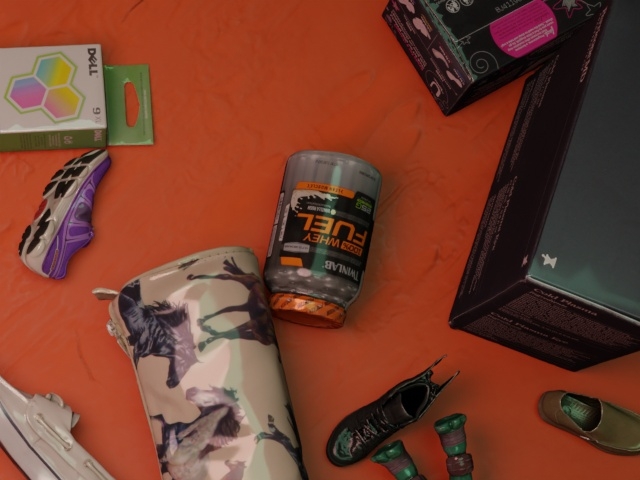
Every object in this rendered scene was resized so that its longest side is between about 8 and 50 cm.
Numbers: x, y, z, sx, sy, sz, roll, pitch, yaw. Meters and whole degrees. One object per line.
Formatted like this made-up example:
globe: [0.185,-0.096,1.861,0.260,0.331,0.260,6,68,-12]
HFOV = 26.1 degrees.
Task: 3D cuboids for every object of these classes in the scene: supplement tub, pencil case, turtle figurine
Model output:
supplement tub: [0.000,0.000,1.600,0.117,0.117,0.190,12,77,-6]
pencil case: [-0.114,0.221,1.514,0.183,0.160,0.410,-15,80,6]
turtle figurine: [0.158,0.322,1.556,0.175,0.118,0.234,-26,88,-18]

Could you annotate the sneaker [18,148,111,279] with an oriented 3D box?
sneaker: [-0.287,-0.030,1.600,0.071,0.068,0.170,40,64,-33]

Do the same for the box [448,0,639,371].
box: [0.310,-0.052,1.559,0.179,0.312,0.343,21,76,-4]

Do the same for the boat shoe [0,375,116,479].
boat shoe: [-0.304,0.213,1.521,0.088,0.096,0.267,-39,87,-18]

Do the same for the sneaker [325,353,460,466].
sneaker: [0.081,0.196,1.585,0.170,0.089,0.051,-36,85,-14]

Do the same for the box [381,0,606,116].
box: [0.225,-0.289,1.685,0.247,0.142,0.163,-29,83,-15]

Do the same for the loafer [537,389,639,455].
loafer: [0.331,0.217,1.639,0.148,0.050,0.056,17,76,-5]

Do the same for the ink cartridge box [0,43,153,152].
ink cartridge box: [-0.301,-0.166,1.611,0.209,0.062,0.109,-3,71,-10]
